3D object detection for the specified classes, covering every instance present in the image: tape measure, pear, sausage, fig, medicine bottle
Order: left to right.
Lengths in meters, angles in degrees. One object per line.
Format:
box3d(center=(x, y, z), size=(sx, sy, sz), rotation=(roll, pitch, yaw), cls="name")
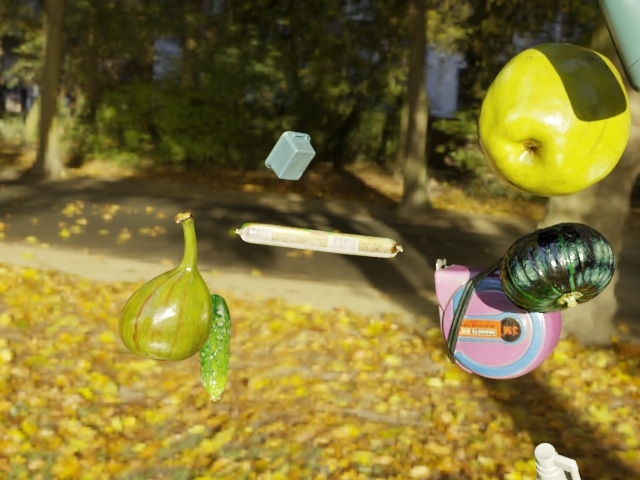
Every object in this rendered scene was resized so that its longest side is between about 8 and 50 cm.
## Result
box3d(center=(-0.238, 0.072, 1.649), size=(0.151, 0.259, 0.151), rotation=(15, 9, -2), cls="fig")
box3d(center=(0.000, 0.000, 1.557), size=(0.269, 0.032, 0.033), rotation=(6, 7, -14), cls="sausage")
box3d(center=(0.350, 0.145, 1.962), size=(0.232, 0.245, 0.149), rotation=(-1, 5, 27), cls="tape measure")
box3d(center=(0.390, -0.207, 1.674), size=(0.253, 0.252, 0.307), rotation=(7, 35, 21), cls="pear")
box3d(center=(0.437, 0.439, 1.817), size=(0.092, 0.061, 0.220), rotation=(18, -28, 34), cls="medicine bottle")

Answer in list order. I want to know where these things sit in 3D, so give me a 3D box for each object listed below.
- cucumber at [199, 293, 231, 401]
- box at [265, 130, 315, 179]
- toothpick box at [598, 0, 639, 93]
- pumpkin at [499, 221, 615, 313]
box3d(center=(-0.204, 0.206, 1.937), size=(0.069, 0.227, 0.069), rotation=(-3, -35, -2), cls="cucumber")
box3d(center=(-0.059, -0.172, 2.087), size=(0.074, 0.099, 0.054), rotation=(1, 44, -43), cls="box")
box3d(center=(0.441, -0.300, 1.337), size=(0.120, 0.184, 0.120), rotation=(-18, -12, -4), cls="toothpick box")
box3d(center=(0.410, 0.052, 1.729), size=(0.202, 0.140, 0.202), rotation=(-16, -24, -7), cls="pumpkin")
